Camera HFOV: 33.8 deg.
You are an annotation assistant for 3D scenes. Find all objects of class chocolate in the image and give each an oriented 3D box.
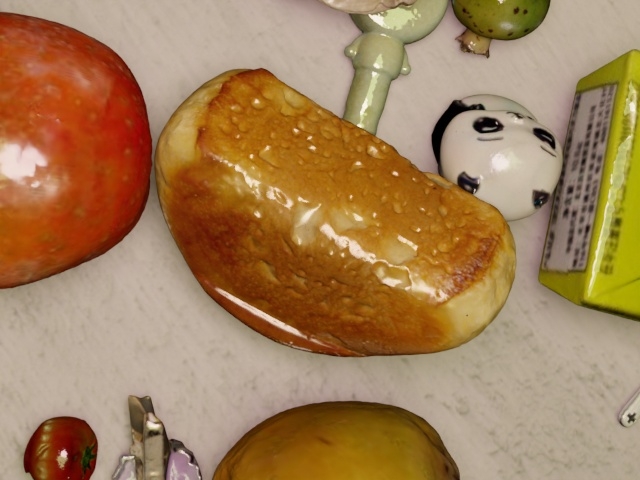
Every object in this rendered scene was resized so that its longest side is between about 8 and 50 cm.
[{"bbox_3d":[0.420,-0.045,1.271,0.289,0.137,0.300,13,87,-25],"label":"chocolate"}]

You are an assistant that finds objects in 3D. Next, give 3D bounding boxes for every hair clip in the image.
[{"bbox_3d":[-0.188,0.323,1.216,0.106,0.084,0.292,-2,96,-16],"label":"hair clip"}]

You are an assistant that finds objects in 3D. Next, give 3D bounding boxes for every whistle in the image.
[{"bbox_3d":[0.079,-0.252,1.264,0.126,0.067,0.257,17,90,-9],"label":"whistle"}]

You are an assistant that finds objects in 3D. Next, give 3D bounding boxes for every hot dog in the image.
[{"bbox_3d":[0.001,-0.001,1.172,0.405,0.223,0.185,31,47,1],"label":"hot dog"}]

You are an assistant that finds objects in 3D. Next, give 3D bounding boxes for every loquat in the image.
[{"bbox_3d":[0.018,0.299,1.152,0.284,0.276,0.275,-20,94,0],"label":"loquat"}]

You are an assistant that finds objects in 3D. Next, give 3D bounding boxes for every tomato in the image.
[{"bbox_3d":[-0.294,0.240,1.190,0.075,0.087,0.087,5,90,17],"label":"tomato"}]

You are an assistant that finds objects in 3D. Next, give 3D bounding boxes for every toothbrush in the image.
[{"bbox_3d":[0.487,0.124,1.364,0.030,0.030,0.304,43,83,-8],"label":"toothbrush"}]

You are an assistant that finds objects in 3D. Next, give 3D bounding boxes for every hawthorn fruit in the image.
[{"bbox_3d":[-0.310,-0.095,1.087,0.285,0.284,0.284,0,91,-11],"label":"hawthorn fruit"}]

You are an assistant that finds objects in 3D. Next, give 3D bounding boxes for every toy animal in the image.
[{"bbox_3d":[0.218,-0.096,1.242,0.166,0.179,0.138,9,103,-4],"label":"toy animal"}]

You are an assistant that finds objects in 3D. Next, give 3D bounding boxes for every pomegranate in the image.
[{"bbox_3d":[0.212,-0.293,1.267,0.130,0.130,0.130,0,91,-11],"label":"pomegranate"}]

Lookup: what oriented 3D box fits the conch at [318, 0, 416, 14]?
[{"bbox_3d":[0.045,-0.386,1.176,0.324,0.186,0.263,-43,74,-9],"label":"conch"}]
